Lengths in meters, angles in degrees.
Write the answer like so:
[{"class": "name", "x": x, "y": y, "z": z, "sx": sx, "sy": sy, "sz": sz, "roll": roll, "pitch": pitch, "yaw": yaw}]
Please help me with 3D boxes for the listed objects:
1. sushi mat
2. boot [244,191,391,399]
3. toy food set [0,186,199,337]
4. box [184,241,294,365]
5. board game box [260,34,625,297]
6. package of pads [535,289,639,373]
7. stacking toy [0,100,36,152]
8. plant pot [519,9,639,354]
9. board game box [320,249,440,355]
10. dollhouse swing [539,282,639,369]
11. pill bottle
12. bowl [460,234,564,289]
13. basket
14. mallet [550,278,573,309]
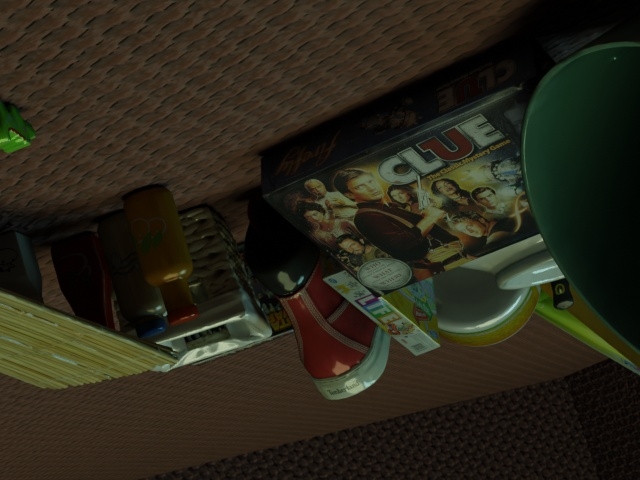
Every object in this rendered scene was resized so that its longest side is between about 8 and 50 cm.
[{"class": "sushi mat", "x": -0.259, "y": 0.060, "z": 1.469, "sx": 0.151, "sy": 0.019, "sz": 0.316, "roll": -14, "pitch": 156, "yaw": 33}, {"class": "boot", "x": 0.000, "y": 0.000, "z": 1.724, "sx": 0.088, "sy": 0.176, "sz": 0.244, "roll": -22, "pitch": -154, "yaw": 18}, {"class": "toy food set", "x": -0.206, "y": 0.047, "z": 1.557, "sx": 0.232, "sy": 0.105, "sz": 0.111, "roll": -19, "pitch": 170, "yaw": 6}, {"class": "box", "x": -0.068, "y": 0.051, "z": 1.839, "sx": 0.137, "sy": 0.094, "sz": 0.027, "roll": -20, "pitch": 170, "yaw": 11}, {"class": "board game box", "x": 0.099, "y": -0.050, "z": 1.515, "sx": 0.243, "sy": 0.042, "sz": 0.165, "roll": -23, "pitch": 136, "yaw": 28}, {"class": "package of pads", "x": 0.354, "y": 0.088, "z": 2.275, "sx": 0.101, "sy": 0.296, "sz": 0.229, "roll": -59, "pitch": 166, "yaw": 0}, {"class": "stacking toy", "x": -0.276, "y": -0.040, "z": 1.131, "sx": 0.167, "sy": 0.052, "sz": 0.221, "roll": -20, "pitch": 170, "yaw": 12}, {"class": "plant pot", "x": 0.326, "y": -0.067, "z": 1.378, "sx": 0.235, "sy": 0.293, "sz": 0.293, "roll": -39, "pitch": -177, "yaw": -32}, {"class": "board game box", "x": 0.049, "y": 0.020, "z": 1.680, "sx": 0.026, "sy": 0.103, "sz": 0.154, "roll": -23, "pitch": 142, "yaw": 24}, {"class": "dollhouse swing", "x": 0.462, "y": -0.024, "z": 1.914, "sx": 0.346, "sy": 0.315, "sz": 0.305, "roll": 0, "pitch": 117, "yaw": -35}, {"class": "pill bottle", "x": 0.155, "y": 0.037, "z": 2.015, "sx": 0.136, "sy": 0.136, "sz": 0.245, "roll": -19, "pitch": 169, "yaw": 6}, {"class": "bowl", "x": 0.198, "y": -0.042, "z": 1.686, "sx": 0.297, "sy": 0.134, "sz": 0.298, "roll": -17, "pitch": 170, "yaw": -3}, {"class": "basket", "x": -0.116, "y": 0.043, "z": 1.691, "sx": 0.113, "sy": 0.103, "sz": 0.167, "roll": -18, "pitch": 170, "yaw": 2}, {"class": "mallet", "x": 0.203, "y": -0.006, "z": 1.823, "sx": 0.062, "sy": 0.190, "sz": 0.039, "roll": -12, "pitch": 133, "yaw": 18}]
